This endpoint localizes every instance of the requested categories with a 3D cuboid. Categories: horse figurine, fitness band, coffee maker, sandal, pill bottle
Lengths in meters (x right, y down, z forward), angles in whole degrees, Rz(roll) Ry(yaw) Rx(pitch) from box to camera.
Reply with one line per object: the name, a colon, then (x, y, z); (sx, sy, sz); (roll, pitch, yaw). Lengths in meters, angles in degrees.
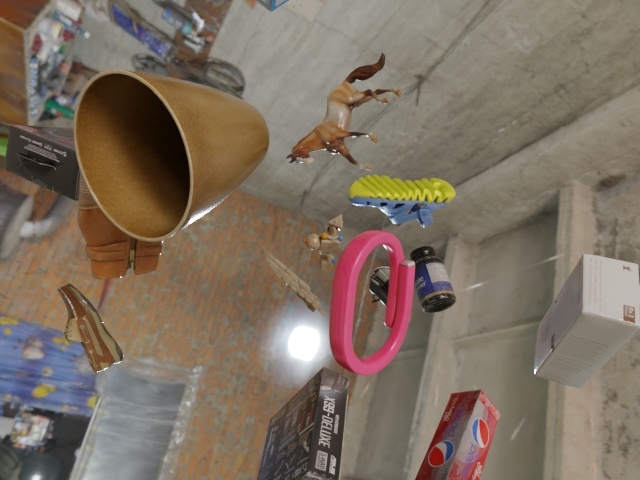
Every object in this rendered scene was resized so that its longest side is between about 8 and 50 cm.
horse figurine: (0.057, -0.256, 0.983); (0.174, 0.066, 0.264); (18, -97, 30)
fitness band: (0.106, 0.125, 0.951); (0.054, 0.208, 0.291); (13, -76, 43)
coffee maker: (0.290, 0.218, 1.969); (0.178, 0.120, 0.171); (-132, -153, -56)
sandal: (0.226, -0.103, 1.352); (0.126, 0.317, 0.138); (-109, -152, -52)
pill bottle: (0.392, 0.135, 1.697); (0.123, 0.122, 0.219); (-47, -136, 41)

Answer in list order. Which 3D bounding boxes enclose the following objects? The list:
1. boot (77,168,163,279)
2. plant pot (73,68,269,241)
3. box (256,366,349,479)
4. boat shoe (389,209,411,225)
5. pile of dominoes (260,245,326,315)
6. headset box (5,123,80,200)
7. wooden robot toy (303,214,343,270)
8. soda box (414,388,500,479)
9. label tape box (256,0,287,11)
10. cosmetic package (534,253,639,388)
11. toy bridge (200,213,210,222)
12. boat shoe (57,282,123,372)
boot: (-0.326, -0.042, 0.950); (0.109, 0.283, 0.220); (18, -68, 47)
plant pot: (-0.200, -0.149, 0.757); (0.254, 0.237, 0.237); (-31, 164, -53)
box: (-0.049, 0.471, 1.091); (0.307, 0.076, 0.243); (-54, -164, 38)
boat shoe: (0.288, -0.116, 1.615); (0.056, 0.049, 0.152); (39, -88, 30)
pile of dominoes: (-0.097, 0.136, 1.501); (0.040, 0.251, 0.196); (-46, -156, 4)
headset box: (-0.544, -0.184, 1.105); (0.293, 0.218, 0.110); (-24, 133, -65)
wooden robot toy: (0.000, 0.000, 1.054); (0.173, 0.078, 0.076); (104, -16, -54)
soda box: (0.300, 0.453, 1.037); (0.092, 0.083, 0.263); (-31, -168, 48)
label tape box: (-0.150, -0.735, 1.133); (0.249, 0.347, 0.115); (-44, 166, -21)
cosmetic package: (0.428, 0.138, 0.781); (0.231, 0.085, 0.117); (84, 25, -50)
toy bridge: (-0.281, -0.132, 1.280); (0.188, 0.063, 0.026); (-49, -148, 23)
boat shoe: (-0.798, 0.301, 1.608); (0.119, 0.324, 0.122); (-34, -171, -31)
